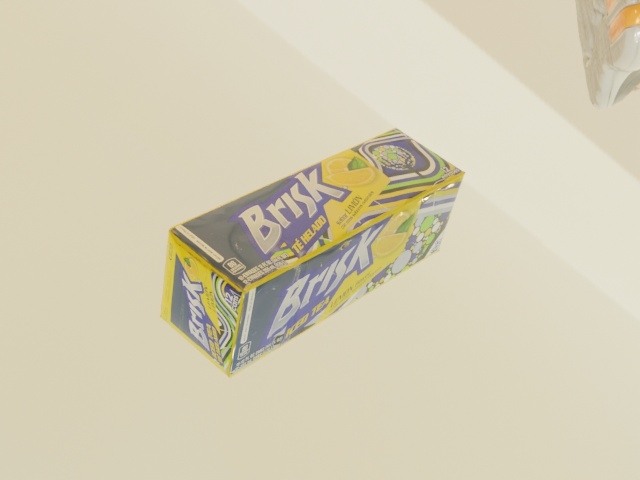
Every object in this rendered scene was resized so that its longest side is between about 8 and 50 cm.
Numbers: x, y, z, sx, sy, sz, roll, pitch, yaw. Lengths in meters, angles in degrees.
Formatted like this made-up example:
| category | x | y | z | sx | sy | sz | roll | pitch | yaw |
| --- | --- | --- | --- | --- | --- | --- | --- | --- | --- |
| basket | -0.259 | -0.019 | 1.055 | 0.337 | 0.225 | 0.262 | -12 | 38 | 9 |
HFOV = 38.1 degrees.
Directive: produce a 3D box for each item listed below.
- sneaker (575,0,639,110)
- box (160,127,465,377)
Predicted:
| category | x | y | z | sx | sy | sz | roll | pitch | yaw |
| --- | --- | --- | --- | --- | --- | --- | --- | --- | --- |
| sneaker | 0.299 | -0.177 | 0.716 | 0.180 | 0.321 | 0.125 | -9 | -84 | 9 |
| box | 0.000 | 0.000 | 0.477 | 0.054 | 0.059 | 0.169 | 36 | -137 | 27 |
